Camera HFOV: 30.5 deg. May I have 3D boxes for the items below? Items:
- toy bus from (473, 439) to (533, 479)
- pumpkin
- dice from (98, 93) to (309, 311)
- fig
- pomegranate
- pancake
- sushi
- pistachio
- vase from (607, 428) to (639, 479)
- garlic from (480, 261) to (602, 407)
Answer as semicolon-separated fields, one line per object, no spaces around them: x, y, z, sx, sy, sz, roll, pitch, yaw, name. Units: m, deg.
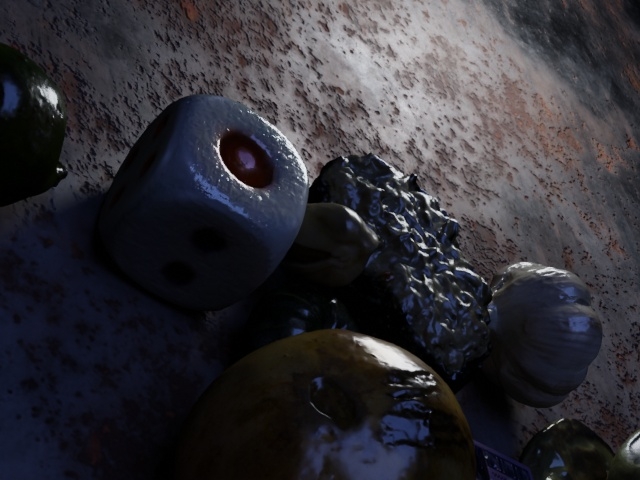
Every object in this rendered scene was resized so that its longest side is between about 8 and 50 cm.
0.187;0.312;1.507;0.199;0.096;0.108;29;37;-28;toy bus
-0.018;0.133;1.431;0.167;0.125;0.167;37;28;-24;pumpkin
-0.139;-0.046;1.408;0.194;0.192;0.193;32;38;-23;dice
-0.353;-0.108;1.264;0.245;0.195;0.195;53;24;-49;fig
0.005;0.243;1.229;0.322;0.322;0.322;27;42;-27;pomegranate
0.374;0.391;1.668;0.294;0.049;0.294;25;47;-29;pancake
0.098;0.056;1.578;0.211;0.171;0.350;-4;61;-45;sushi
0.000;0.000;1.462;0.113;0.113;0.149;4;13;-44;pistachio
0.505;0.421;1.597;0.329;0.241;0.302;-28;101;-29;vase
0.276;0.122;1.684;0.212;0.218;0.219;12;50;-28;garlic
